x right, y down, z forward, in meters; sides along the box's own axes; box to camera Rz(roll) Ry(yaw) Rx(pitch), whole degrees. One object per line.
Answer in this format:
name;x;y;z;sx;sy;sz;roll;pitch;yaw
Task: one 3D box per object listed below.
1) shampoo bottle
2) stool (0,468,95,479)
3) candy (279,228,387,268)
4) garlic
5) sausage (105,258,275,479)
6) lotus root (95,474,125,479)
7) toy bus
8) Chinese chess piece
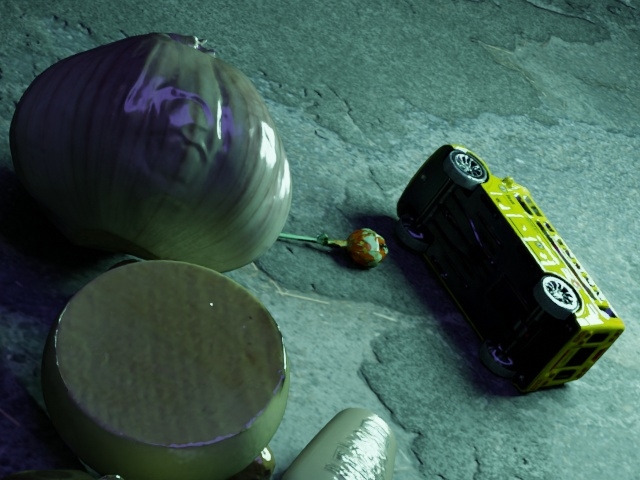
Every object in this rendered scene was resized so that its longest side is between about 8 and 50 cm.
shampoo bottle;0.014;0.273;1.875;0.127;0.078;0.257;47;29;-9
stool;-0.316;0.279;1.487;0.264;0.179;0.179;5;42;-38
candy;0.000;0.000;2.277;0.185;0.049;0.055;9;9;-23
garlic;-0.181;-0.103;2.014;0.318;0.259;0.317;10;-3;0
sausage;-0.143;0.144;1.925;0.066;0.066;0.301;-5;50;-45
lotus root;-0.145;0.334;1.597;0.131;0.146;0.303;-23;55;-4
toy bus;0.240;0.031;2.342;0.151;0.145;0.331;-1;48;-43
Chinese chess piece;-0.156;0.137;1.824;0.251;0.097;0.250;6;51;-8
